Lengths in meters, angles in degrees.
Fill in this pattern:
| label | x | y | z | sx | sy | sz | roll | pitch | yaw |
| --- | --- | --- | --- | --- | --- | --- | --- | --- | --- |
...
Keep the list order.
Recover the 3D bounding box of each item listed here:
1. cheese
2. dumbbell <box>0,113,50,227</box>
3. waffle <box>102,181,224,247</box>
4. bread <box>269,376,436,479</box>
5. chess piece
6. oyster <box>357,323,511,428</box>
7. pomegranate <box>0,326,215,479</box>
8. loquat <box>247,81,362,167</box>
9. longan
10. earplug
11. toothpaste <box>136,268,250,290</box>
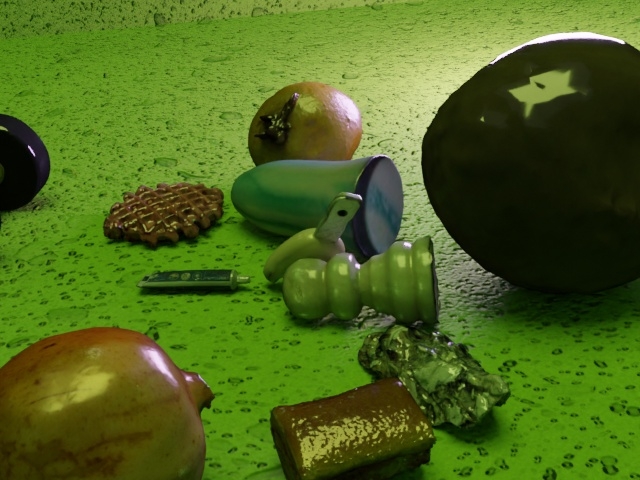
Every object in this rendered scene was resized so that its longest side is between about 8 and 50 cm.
| label | x | y | z | sx | sy | sz | roll | pitch | yaw |
| --- | --- | --- | --- | --- | --- | --- | --- | --- | --- |
| cheese | 0.000 | 0.001 | 1.304 | 0.127 | 0.235 | 0.049 | 13 | 48 | -16 |
| dumbbell | -0.682 | -0.104 | 1.583 | 0.204 | 0.203 | 0.322 | -1 | 29 | 7 |
| waffle | -0.303 | -0.059 | 1.599 | 0.234 | 0.055 | 0.221 | 4 | 31 | 14 |
| bread | 0.036 | 0.239 | 0.975 | 0.172 | 0.103 | 0.132 | -14 | 36 | -16 |
| chess piece | 0.059 | 0.070 | 1.259 | 0.243 | 0.133 | 0.133 | -5 | 29 | 11 |
| oyster | 0.147 | 0.178 | 1.114 | 0.199 | 0.087 | 0.252 | -1 | 17 | 6 |
| pomegranate | -0.242 | 0.222 | 0.893 | 0.264 | 0.264 | 0.264 | -3 | 29 | 2 |
| loquat | -0.036 | -0.216 | 1.664 | 0.244 | 0.243 | 0.244 | -3 | 29 | 2 |
| longan | 0.388 | -0.115 | 1.265 | 0.404 | 0.403 | 0.436 | 22 | 33 | 39 |
| earplug | -0.031 | -0.071 | 1.488 | 0.324 | 0.185 | 0.185 | 7 | 31 | 32 |
| toothpaste | -0.215 | 0.068 | 1.384 | 0.197 | 0.034 | 0.057 | -1 | 21 | 11 |
